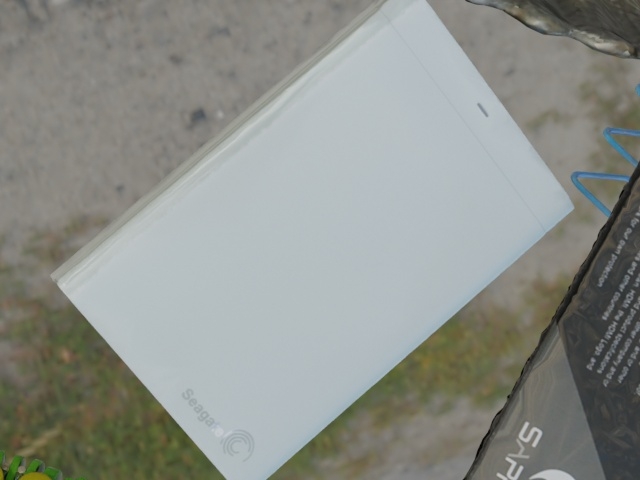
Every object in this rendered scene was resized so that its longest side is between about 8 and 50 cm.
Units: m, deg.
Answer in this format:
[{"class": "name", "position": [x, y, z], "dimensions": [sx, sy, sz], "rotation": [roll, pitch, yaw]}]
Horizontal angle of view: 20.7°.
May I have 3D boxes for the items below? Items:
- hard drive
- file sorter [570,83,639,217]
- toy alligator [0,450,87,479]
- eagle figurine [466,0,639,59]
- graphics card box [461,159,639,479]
[{"class": "hard drive", "position": [0.000, 0.000, 1.190], "dimensions": [0.307, 0.040, 0.203], "rotation": [-41, 109, -7]}, {"class": "file sorter", "position": [0.274, -0.075, 1.223], "dimensions": [0.118, 0.104, 0.170], "rotation": [0, 131, -53]}, {"class": "toy alligator", "position": [-0.190, 0.182, 1.235], "dimensions": [0.189, 0.051, 0.056], "rotation": [13, 141, 4]}, {"class": "eagle figurine", "position": [0.012, -0.165, 0.621], "dimensions": [0.226, 0.225, 0.298], "rotation": [16, 170, -38]}, {"class": "graphics card box", "position": [0.242, 0.076, 0.461], "dimensions": [0.233, 0.371, 0.094], "rotation": [-66, 168, 22]}]
